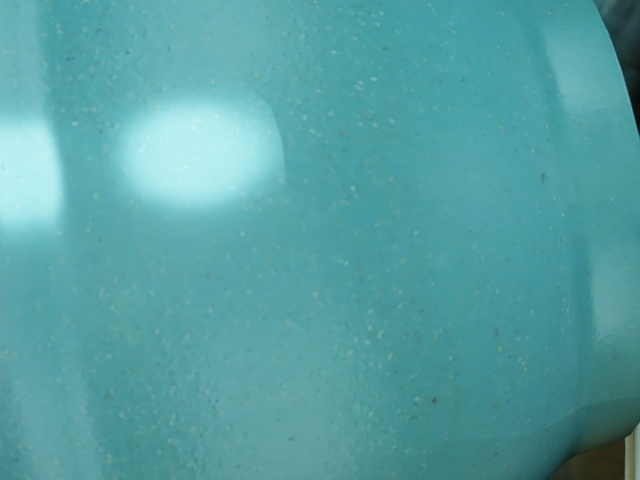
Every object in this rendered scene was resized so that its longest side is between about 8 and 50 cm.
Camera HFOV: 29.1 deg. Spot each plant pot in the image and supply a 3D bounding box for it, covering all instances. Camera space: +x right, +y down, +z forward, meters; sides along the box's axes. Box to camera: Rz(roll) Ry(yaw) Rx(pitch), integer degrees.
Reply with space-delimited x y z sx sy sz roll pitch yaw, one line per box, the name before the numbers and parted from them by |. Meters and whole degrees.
plant pot | 0.000 0.000 0.440 0.196 0.293 0.293 -9 104 -2

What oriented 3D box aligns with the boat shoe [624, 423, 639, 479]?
boat shoe | 0.161 -0.012 0.415 0.135 0.156 0.367 15 112 17
